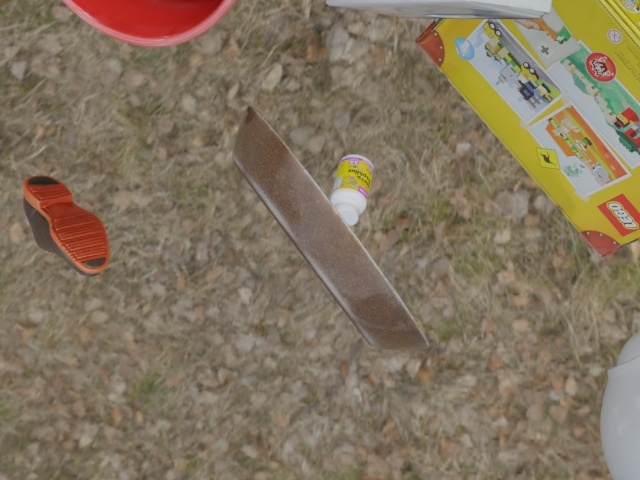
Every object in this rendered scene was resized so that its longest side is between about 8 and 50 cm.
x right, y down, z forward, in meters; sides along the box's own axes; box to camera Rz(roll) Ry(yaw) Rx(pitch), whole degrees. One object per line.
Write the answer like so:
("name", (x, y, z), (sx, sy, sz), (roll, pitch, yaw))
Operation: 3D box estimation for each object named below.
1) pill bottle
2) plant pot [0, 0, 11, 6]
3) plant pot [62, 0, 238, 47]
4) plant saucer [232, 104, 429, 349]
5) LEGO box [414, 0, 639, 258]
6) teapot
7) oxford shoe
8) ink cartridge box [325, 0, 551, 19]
("pill bottle", (0.036, -0.058, 1.126), (0.043, 0.083, 0.043), (8, 143, 6))
("plant pot", (-0.421, -0.376, 1.090), (0.237, 0.237, 0.254), (12, 162, 1))
("plant pot", (-0.143, -0.369, 1.018), (0.275, 0.243, 0.275), (9, 118, 18))
("plant saucer", (0.000, 0.000, 0.538), (0.029, 0.168, 0.168), (-38, 110, -2))
("LEGO box", (0.445, -0.257, 1.506), (0.500, 0.193, 0.372), (49, 152, -2))
("teapot", (0.366, 0.137, 0.906), (0.187, 0.252, 0.256), (65, 155, 14))
("oxford shoe", (-0.463, -0.009, 1.741), (0.097, 0.271, 0.098), (-9, 132, -36))
("ink cartridge box", (0.129, -0.389, 0.975), (0.129, 0.223, 0.307), (-4, 103, -39))
